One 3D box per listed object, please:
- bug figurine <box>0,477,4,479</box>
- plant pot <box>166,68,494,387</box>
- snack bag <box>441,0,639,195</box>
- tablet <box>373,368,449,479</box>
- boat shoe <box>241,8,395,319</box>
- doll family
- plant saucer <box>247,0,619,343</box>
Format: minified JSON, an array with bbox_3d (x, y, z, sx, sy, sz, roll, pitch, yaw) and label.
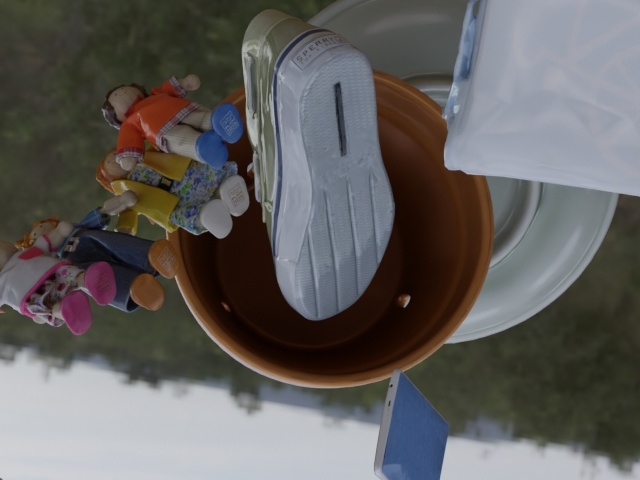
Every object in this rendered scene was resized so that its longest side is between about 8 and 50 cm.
[{"bbox_3d":[-0.338,0.205,1.228,0.279,0.072,0.216,28,140,-28],"label":"bug figurine"},{"bbox_3d":[0.000,0.000,1.537,0.291,0.290,0.203,10,169,-4],"label":"plant pot"},{"bbox_3d":[0.210,-0.155,0.531,0.343,0.323,0.037,12,-170,26],"label":"snack bag"},{"bbox_3d":[0.045,0.102,0.813,0.006,0.054,0.083,2,156,24],"label":"tablet"},{"bbox_3d":[-0.005,-0.061,1.356,0.109,0.302,0.094,-26,-130,-24],"label":"boat shoe"},{"bbox_3d":[-0.162,-0.011,1.300,0.163,0.263,0.118,18,152,43],"label":"doll family"},{"bbox_3d":[0.116,-0.069,1.703,0.401,0.400,0.100,9,-163,0],"label":"plant saucer"}]
